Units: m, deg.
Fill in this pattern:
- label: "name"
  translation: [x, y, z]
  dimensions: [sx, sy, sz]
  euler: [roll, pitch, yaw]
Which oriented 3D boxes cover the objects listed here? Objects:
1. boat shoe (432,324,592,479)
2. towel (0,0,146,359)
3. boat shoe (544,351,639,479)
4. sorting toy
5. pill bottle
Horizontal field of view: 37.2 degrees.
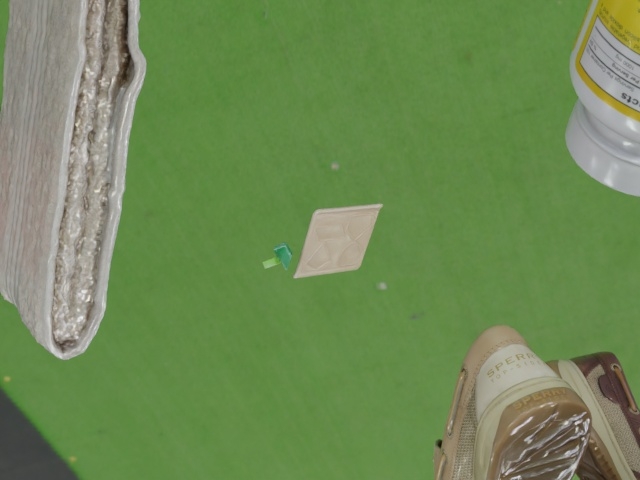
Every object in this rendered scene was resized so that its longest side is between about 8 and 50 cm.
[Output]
- label: "boat shoe"
  translation: [0.164, 0.220, 0.887]
  dimensions: [0.121, 0.110, 0.341]
  euler: [-10, 134, -17]
- label: "towel"
  translation: [-0.175, -0.084, 0.640]
  dimensions: [0.049, 0.187, 0.282]
  euler: [4, 103, -31]
- label: "boat shoe"
  translation: [0.373, 0.278, 1.094]
  dimensions: [0.123, 0.342, 0.123]
  euler: [-13, 145, -14]
- label: "sorting toy"
  translation: [0.000, 0.000, 0.654]
  dimensions: [0.083, 0.012, 0.062]
  euler: [-6, 132, -35]
- label: "pill bottle"
  translation: [0.342, -0.205, 0.872]
  dimensions: [0.187, 0.188, 0.334]
  euler: [5, 137, -4]
